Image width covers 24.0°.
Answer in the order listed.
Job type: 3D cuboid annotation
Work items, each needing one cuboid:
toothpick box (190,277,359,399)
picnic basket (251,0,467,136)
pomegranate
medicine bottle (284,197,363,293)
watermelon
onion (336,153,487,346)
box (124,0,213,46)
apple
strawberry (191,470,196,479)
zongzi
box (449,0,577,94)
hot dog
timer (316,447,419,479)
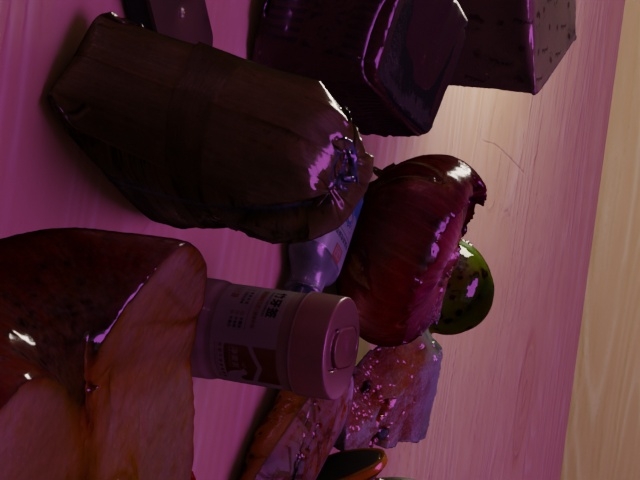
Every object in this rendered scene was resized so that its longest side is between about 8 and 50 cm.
[{"bbox_3d":[-0.049,0.091,1.413,0.098,0.149,0.098,7,90,-69],"label":"toothpick box"},{"bbox_3d":[0.052,-0.211,1.577,0.223,0.129,0.297,-68,158,-4],"label":"picnic basket"},{"bbox_3d":[0.176,0.077,2.065,0.143,0.122,0.169,141,-42,-76],"label":"pomegranate"},{"bbox_3d":[0.000,0.000,1.654,0.090,0.053,0.208,64,38,-56],"label":"medicine bottle"},{"bbox_3d":[0.069,0.190,1.833,0.241,0.094,0.154,-23,137,-56],"label":"watermelon"},{"bbox_3d":[0.101,0.007,1.786,0.248,0.161,0.248,-38,136,-49],"label":"onion"},{"bbox_3d":[-0.129,-0.192,1.268,0.091,0.031,0.126,-63,152,-43],"label":"box"},{"bbox_3d":[-0.176,0.177,0.910,0.328,0.295,0.365,-18,127,-26],"label":"apple"},{"bbox_3d":[-0.140,0.225,1.269,0.140,0.085,0.192,28,58,-65],"label":"strawberry"},{"bbox_3d":[-0.060,-0.045,1.201,0.125,0.250,0.274,-58,154,-19],"label":"zongzi"},{"bbox_3d":[0.214,-0.365,1.928,0.225,0.190,0.297,-51,142,-55],"label":"box"},{"bbox_3d":[-0.032,0.227,1.634,0.131,0.069,0.253,90,22,-44],"label":"hot dog"},{"bbox_3d":[0.059,0.381,1.672,0.233,0.233,0.240,-49,122,-57],"label":"timer"}]
